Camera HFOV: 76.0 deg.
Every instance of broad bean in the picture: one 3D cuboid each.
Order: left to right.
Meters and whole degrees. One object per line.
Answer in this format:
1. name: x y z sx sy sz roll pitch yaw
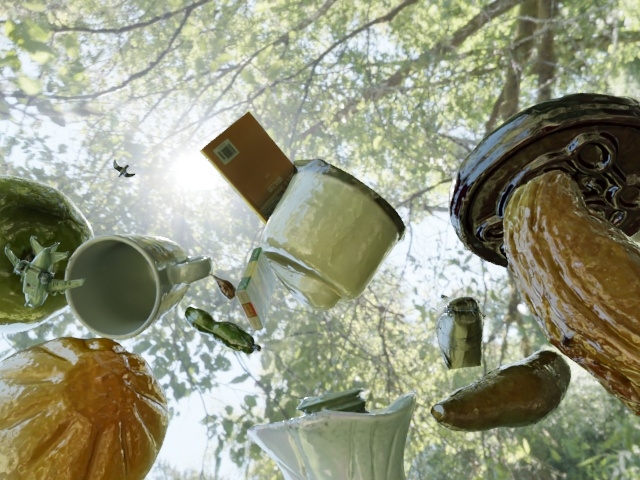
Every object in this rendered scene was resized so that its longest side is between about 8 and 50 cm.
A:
1. broad bean: -0.207 0.187 0.851 0.070 0.213 0.048 28 -95 -62

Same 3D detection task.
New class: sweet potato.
1. sweet potato: -0.320 0.152 1.357 0.117 0.049 0.049 42 -116 2
2. sweet potato: 0.224 0.185 0.478 0.243 0.077 0.077 -6 -74 -37

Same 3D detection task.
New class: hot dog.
1. hot dog: 0.281 0.049 0.415 0.122 0.272 0.196 -44 -39 22

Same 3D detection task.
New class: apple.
1. apple: -0.883 0.038 1.180 0.473 0.473 0.474 -16 -67 -42

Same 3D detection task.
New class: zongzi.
1. zongzi: 0.338 0.167 1.022 0.242 0.112 0.221 -86 -12 -46

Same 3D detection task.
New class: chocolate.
1. chocolate: 0.000 0.000 1.007 0.314 0.326 0.297 44 -99 -29

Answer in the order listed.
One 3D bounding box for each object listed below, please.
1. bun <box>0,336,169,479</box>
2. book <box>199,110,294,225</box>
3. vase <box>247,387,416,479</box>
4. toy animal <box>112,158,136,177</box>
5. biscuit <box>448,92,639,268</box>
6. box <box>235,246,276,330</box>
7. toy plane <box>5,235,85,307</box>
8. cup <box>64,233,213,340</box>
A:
1. bun: -0.378 0.267 0.654 0.299 0.299 0.165 16 -56 -47
2. book: -0.191 -0.222 1.373 0.374 0.028 0.262 50 -131 -17
3. vase: 0.057 0.370 0.371 0.250 0.250 0.445 14 -125 -47
4. toy animal: -0.637 -0.222 1.320 0.050 0.084 0.028 -55 -1 32
5. biscuit: 0.461 -0.084 0.800 0.407 0.407 0.091 54 -155 -40
6. box: -0.177 0.129 1.158 0.235 0.034 0.132 -84 -22 -62
7. toy plane: -0.282 0.037 0.412 0.080 0.033 0.083 26 -69 -8
8. cup: -0.383 0.075 0.973 0.257 0.301 0.227 -45 -57 -77
